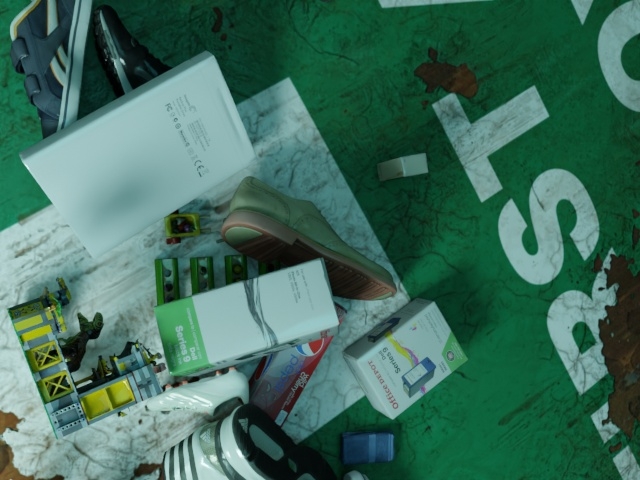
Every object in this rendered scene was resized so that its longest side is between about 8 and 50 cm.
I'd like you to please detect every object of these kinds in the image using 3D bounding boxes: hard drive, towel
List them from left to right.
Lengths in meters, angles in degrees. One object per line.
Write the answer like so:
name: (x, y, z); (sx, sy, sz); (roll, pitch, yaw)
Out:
hard drive: (-0.301, -0.146, 1.171); (0.353, 0.047, 0.233); (-34, 134, -14)
towel: (0.098, 0.434, 1.398); (0.119, 0.029, 0.067); (2, 89, -20)

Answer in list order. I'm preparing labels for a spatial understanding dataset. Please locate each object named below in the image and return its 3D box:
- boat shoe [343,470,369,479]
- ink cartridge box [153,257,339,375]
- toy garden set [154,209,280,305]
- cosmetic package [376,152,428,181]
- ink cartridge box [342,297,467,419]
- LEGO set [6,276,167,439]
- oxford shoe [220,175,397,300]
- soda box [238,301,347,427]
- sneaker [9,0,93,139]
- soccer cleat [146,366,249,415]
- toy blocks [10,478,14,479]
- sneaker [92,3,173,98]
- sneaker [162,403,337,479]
boat shoe: (0.123, 0.584, 1.374); (0.088, 0.096, 0.267); (-22, 98, -22)
ink cartridge box: (-0.116, 0.140, 1.165); (0.289, 0.211, 0.121); (-16, 78, -2)
toy garden set: (-0.193, 0.036, 1.287); (0.244, 0.049, 0.204); (-3, 91, -19)
cosmetic package: (0.168, -0.150, 1.376); (0.060, 0.115, 0.041); (-11, 94, -18)
ink cartridge box: (0.175, 0.242, 1.392); (0.212, 0.093, 0.154); (-33, 101, -14)
LEGO set: (-0.376, 0.176, 1.093); (0.192, 0.331, 0.255); (-21, 84, -26)
oxford shoe: (0.000, 0.000, 1.311); (0.397, 0.140, 0.146); (30, 53, -29)
soda box: (-0.054, 0.226, 1.312); (0.083, 0.092, 0.263); (34, 80, -13)
sneaker: (-0.473, -0.300, 1.153); (0.127, 0.126, 0.321); (7, 77, -23)
soccer cleat: (-0.227, 0.294, 1.239); (0.196, 0.068, 0.076); (-17, 75, 3)
toy blocks: (-0.425, 0.557, 1.069); (0.288, 0.309, 0.260); (30, 87, -17)
sneaker: (-0.316, -0.297, 1.225); (0.124, 0.107, 0.283); (-27, 108, -21)
sneaker: (-0.131, 0.494, 1.279); (0.257, 0.169, 0.447); (-25, 123, 18)
